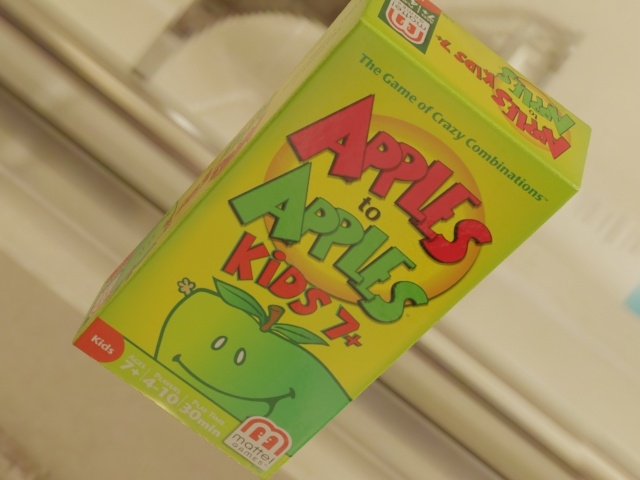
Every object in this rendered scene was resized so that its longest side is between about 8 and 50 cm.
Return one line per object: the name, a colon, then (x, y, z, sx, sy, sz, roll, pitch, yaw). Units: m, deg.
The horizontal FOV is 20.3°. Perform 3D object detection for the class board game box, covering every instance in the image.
board game box: (0.000, 0.000, 0.631, 0.181, 0.092, 0.043, -46, -168, 34)
